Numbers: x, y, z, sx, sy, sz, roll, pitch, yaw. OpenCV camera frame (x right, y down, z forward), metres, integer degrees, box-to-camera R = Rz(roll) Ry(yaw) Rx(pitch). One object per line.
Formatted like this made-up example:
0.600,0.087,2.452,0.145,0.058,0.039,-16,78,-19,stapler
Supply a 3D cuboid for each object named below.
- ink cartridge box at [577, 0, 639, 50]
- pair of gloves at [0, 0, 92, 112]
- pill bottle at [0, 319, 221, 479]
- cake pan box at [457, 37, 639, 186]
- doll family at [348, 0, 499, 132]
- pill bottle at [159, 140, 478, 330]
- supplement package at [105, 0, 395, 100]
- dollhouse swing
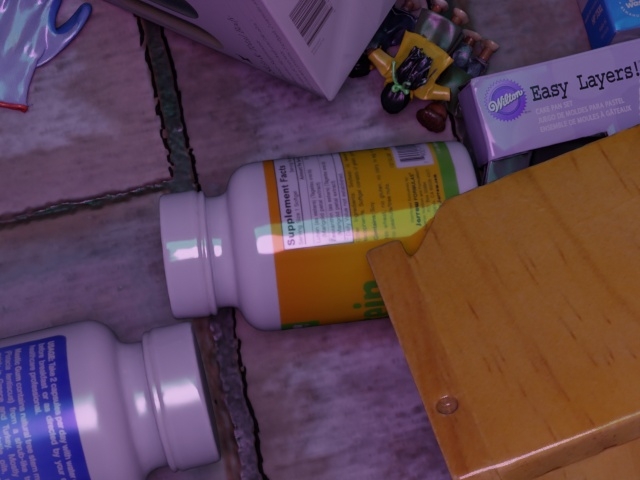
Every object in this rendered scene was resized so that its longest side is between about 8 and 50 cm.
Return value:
0.276,-0.285,1.235,0.134,0.078,0.231,-14,78,-4,ink cartridge box
-0.300,-0.196,1.234,0.198,0.023,0.159,13,78,2,pair of gloves
-0.220,0.146,1.098,0.272,0.152,0.152,-12,79,-3,pill bottle
0.259,-0.040,1.170,0.267,0.070,0.245,-13,86,-5,cake pan box
0.055,-0.164,1.212,0.193,0.076,0.111,32,84,11,doll family
0.000,0.000,1.140,0.246,0.136,0.136,-6,78,-2,pill bottle
-0.074,-0.277,1.126,0.263,0.199,0.198,27,78,27,supplement package
0.267,0.133,1.042,0.347,0.305,0.315,-22,43,2,dollhouse swing
